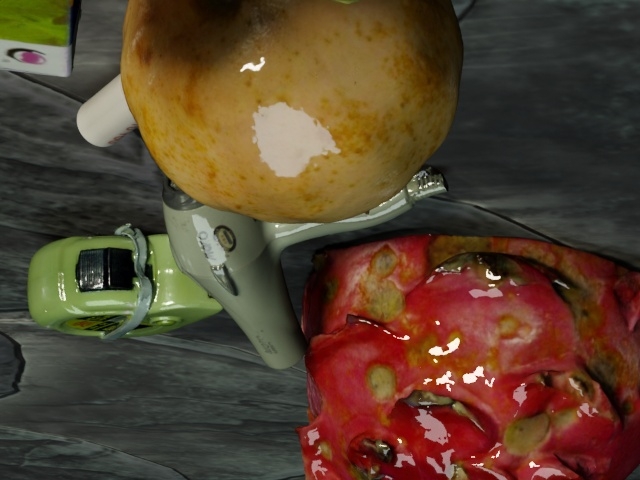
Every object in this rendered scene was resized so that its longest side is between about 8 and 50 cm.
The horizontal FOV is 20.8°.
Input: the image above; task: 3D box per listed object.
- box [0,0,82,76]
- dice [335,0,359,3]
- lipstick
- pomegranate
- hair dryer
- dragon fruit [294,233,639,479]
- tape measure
[{"bbox_3d":[-0.140,-0.226,0.736,0.106,0.200,0.299,7,158,-5],"label":"box"},{"bbox_3d":[0.006,-0.216,0.770,0.169,0.166,0.169,9,158,-9],"label":"dice"},{"bbox_3d":[-0.130,-0.105,1.244,0.038,0.038,0.131,17,155,-27],"label":"lipstick"},{"bbox_3d":[-0.016,-0.109,1.021,0.207,0.207,0.207,5,158,2],"label":"pomegranate"},{"bbox_3d":[-0.014,0.021,1.430,0.225,0.088,0.219,1,136,-1],"label":"hair dryer"},{"bbox_3d":[0.138,0.157,1.578,0.386,0.249,0.371,-19,143,41],"label":"dragon fruit"},{"bbox_3d":[-0.180,0.039,1.541,0.154,0.087,0.177,5,163,-32],"label":"tape measure"}]
